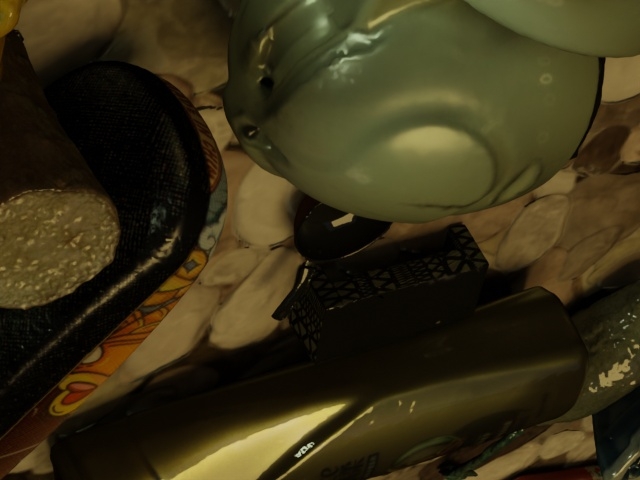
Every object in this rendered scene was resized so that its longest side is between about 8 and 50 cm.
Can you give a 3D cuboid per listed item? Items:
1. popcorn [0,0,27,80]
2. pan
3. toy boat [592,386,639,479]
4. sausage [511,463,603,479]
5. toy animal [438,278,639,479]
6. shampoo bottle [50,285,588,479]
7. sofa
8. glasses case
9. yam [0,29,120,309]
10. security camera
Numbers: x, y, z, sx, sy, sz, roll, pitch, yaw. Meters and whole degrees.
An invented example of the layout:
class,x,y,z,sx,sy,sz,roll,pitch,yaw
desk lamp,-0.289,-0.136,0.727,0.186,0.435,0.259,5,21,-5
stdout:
class,x,y,z,sx,sy,sz,roll,pitch,yaw
popcorn,-0.217,-0.103,0.590,0.250,0.190,0.250,-23,142,-19
pan,0.000,0.000,1.041,0.068,0.023,0.115,8,129,-45
toy boat,0.345,0.143,1.394,0.309,0.142,0.129,-11,143,-26
sausage,0.250,0.201,1.500,0.253,0.034,0.034,-5,140,-35
toy animal,0.168,0.117,1.295,0.079,0.070,0.253,23,125,-32
shampoo bottle,0.000,0.120,1.150,0.350,0.084,0.125,-15,153,-20
sofa,0.043,0.032,1.106,0.118,0.039,0.060,-16,146,-22
glasses case,-0.172,0.044,0.877,0.321,0.122,0.082,-43,150,19
yam,-0.148,-0.039,0.784,0.084,0.127,0.084,-23,145,-17
security camera,0.071,-0.116,0.802,0.191,0.197,0.277,-12,151,-40
